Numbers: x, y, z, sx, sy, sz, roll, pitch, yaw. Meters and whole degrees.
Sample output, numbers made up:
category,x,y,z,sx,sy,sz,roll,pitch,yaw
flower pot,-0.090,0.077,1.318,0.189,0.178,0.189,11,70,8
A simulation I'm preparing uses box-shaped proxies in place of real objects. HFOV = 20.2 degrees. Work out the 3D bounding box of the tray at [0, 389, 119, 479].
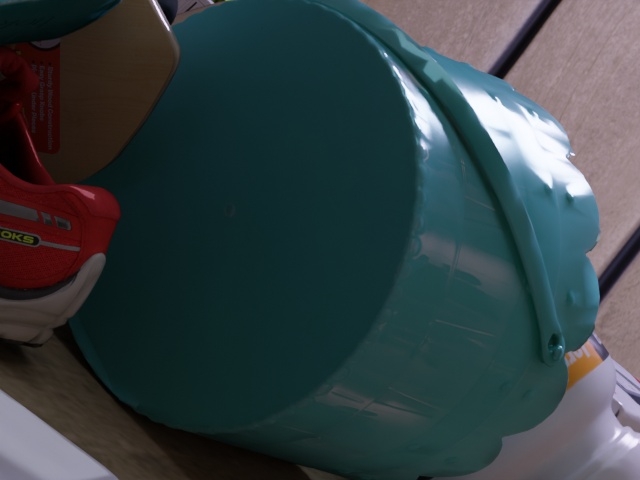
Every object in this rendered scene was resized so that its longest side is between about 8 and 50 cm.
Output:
category,x,y,z,sx,sy,sz,roll,pitch,yaw
tray,-0.149,0.086,0.621,0.145,0.030,0.270,36,7,-3

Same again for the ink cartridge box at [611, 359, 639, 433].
category,x,y,z,sx,sy,sz,roll,pitch,yaw
ink cartridge box,0.192,0.144,1.570,0.226,0.131,0.306,41,6,27

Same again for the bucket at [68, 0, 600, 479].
category,x,y,z,sx,sy,sz,roll,pitch,yaw
bucket,0.000,0.000,1.018,0.281,0.281,0.183,42,12,34

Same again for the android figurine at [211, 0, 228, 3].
category,x,y,z,sx,sy,sz,roll,pitch,yaw
android figurine,-0.101,-0.191,2.011,0.273,0.248,0.056,39,42,-28

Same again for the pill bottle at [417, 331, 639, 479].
category,x,y,z,sx,sy,sz,roll,pitch,yaw
pill bottle,0.097,0.076,1.200,0.278,0.162,0.162,55,9,5

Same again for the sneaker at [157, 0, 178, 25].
category,x,y,z,sx,sy,sz,roll,pitch,yaw
sneaker,-0.218,-0.144,1.069,0.104,0.296,0.147,48,25,-73

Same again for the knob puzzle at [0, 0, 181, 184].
category,x,y,z,sx,sy,sz,roll,pitch,yaw
knob puzzle,-0.164,-0.113,0.996,0.213,0.213,0.030,38,25,8

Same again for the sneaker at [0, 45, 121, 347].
category,x,y,z,sx,sy,sz,roll,pitch,yaw
sneaker,-0.205,-0.061,0.951,0.279,0.118,0.107,40,7,24

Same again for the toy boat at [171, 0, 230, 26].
category,x,y,z,sx,sy,sz,roll,pitch,yaw
toy boat,-0.104,-0.086,1.369,0.151,0.231,0.151,69,-20,4

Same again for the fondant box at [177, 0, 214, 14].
category,x,y,z,sx,sy,sz,roll,pitch,yaw
fondant box,-0.071,-0.133,1.791,0.238,0.096,0.330,45,4,-31

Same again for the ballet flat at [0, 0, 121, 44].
category,x,y,z,sx,sy,sz,roll,pitch,yaw
ballet flat,-0.235,-0.130,0.778,0.147,0.147,0.409,39,26,13
